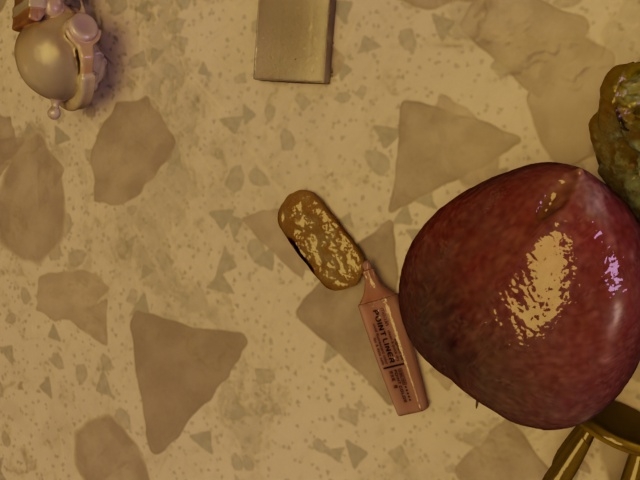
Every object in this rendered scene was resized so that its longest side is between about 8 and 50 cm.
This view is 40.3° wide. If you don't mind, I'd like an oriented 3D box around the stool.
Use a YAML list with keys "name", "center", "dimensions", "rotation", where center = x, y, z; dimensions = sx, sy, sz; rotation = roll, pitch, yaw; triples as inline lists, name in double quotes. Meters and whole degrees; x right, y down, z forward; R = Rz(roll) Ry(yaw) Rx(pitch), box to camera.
- name: "stool"
  center: [0.308, 0.242, 0.945]
  dimensions: [0.134, 0.135, 0.111]
  rotation: [-129, 54, -61]

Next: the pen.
- name: "pen"
  center: [0.086, 0.118, 1.078]
  dimensions: [0.053, 0.032, 0.197]
  rotation: [-19, 88, 25]

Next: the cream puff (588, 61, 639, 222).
- name: "cream puff"
  center: [0.378, -0.087, 0.854]
  dimensions: [0.194, 0.194, 0.221]
  rotation: [-41, 67, 22]

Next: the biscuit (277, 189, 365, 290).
- name: "biscuit"
  center: [0.000, 0.000, 1.114]
  dimensions: [0.071, 0.018, 0.147]
  rotation: [-42, 76, 19]

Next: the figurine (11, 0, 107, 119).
- name: "figurine"
  center: [-0.353, -0.288, 1.199]
  dimensions: [0.162, 0.141, 0.237]
  rotation: [-3, 97, 53]

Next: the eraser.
- name: "eraser"
  center: [-0.031, -0.275, 1.100]
  dimensions: [0.103, 0.023, 0.150]
  rotation: [8, 98, 24]

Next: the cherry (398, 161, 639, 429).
- name: "cherry"
  center: [0.213, 0.051, 0.898]
  dimensions: [0.261, 0.221, 0.308]
  rotation: [37, 128, 29]
